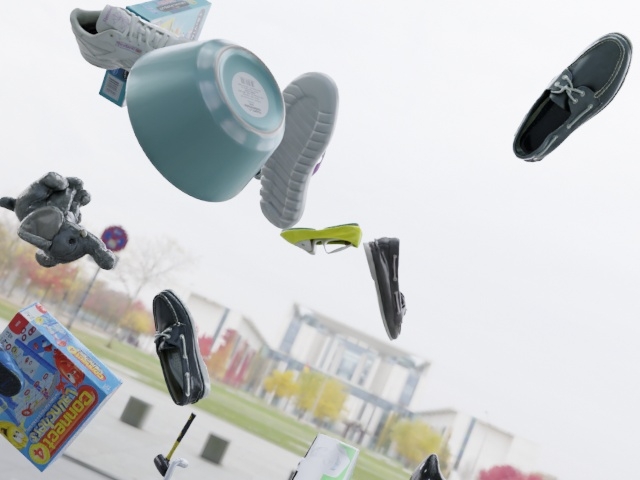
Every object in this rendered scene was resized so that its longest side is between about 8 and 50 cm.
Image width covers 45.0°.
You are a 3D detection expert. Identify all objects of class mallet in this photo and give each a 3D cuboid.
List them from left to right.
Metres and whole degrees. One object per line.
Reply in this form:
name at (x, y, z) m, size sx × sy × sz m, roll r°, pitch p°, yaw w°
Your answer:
mallet at (-0.391, 0.541, 2.084) m, size 0.039 × 0.190 × 0.062 m, roll 25°, pitch 1°, yaw -44°

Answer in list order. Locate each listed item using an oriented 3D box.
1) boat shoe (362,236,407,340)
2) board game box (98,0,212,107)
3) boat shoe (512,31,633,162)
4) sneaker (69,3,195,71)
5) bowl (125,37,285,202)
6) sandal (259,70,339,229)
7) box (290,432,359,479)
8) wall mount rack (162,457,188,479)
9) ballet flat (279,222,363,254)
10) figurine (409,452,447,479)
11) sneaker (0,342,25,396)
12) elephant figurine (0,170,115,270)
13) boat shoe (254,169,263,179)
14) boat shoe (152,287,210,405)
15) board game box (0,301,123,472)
boat shoe at (0.192, 0.133, 2.048) m, size 0.095 × 0.112 × 0.335 m, roll -14°, pitch -55°, yaw 3°
board game box at (-0.437, -0.520, 2.076) m, size 0.079 × 0.254 × 0.336 m, roll 32°, pitch 31°, yaw 5°
boat shoe at (0.508, -0.284, 1.578) m, size 0.116 × 0.319 × 0.099 m, roll 47°, pitch 32°, yaw 15°
sneaker at (-0.383, -0.406, 1.602) m, size 0.305 × 0.114 × 0.152 m, roll 13°, pitch -22°, yaw 10°
bowl at (-0.182, -0.243, 1.414) m, size 0.163 × 0.312 × 0.311 m, roll -24°, pitch -42°, yaw 35°
sandal at (-0.048, -0.216, 1.813) m, size 0.169 × 0.102 × 0.416 m, roll 39°, pitch -52°, yaw 20°
box at (-0.019, 0.664, 1.945) m, size 0.126 × 0.231 × 0.262 m, roll 20°, pitch 29°, yaw 13°
wall mount rack at (-0.162, 0.562, 1.585) m, size 0.349 × 0.131 × 0.304 m, roll 5°, pitch -33°, yaw 32°
ballet flat at (0.000, 0.000, 2.074) m, size 0.230 × 0.077 × 0.077 m, roll -4°, pitch -17°, yaw 13°
figurine at (0.176, 0.494, 1.262) m, size 0.215 × 0.209 × 0.092 m, roll 54°, pitch -27°, yaw -3°
sneaker at (-0.761, 0.270, 1.798) m, size 0.209 × 0.069 × 0.082 m, roll 59°, pitch -8°, yaw -10°
elephant figurine at (-0.563, -0.017, 1.648) m, size 0.186 × 0.240 × 0.169 m, roll -36°, pitch -38°, yaw 26°
boat shoe at (-0.163, -0.282, 2.265) m, size 0.077 × 0.219 × 0.070 m, roll -10°, pitch -39°, yaw 34°
boat shoe at (-0.369, 0.269, 1.962) m, size 0.114 × 0.303 × 0.091 m, roll -31°, pitch -12°, yaw 37°
board game box at (-0.708, 0.370, 1.947) m, size 0.302 × 0.308 × 0.086 m, roll 42°, pitch 17°, yaw 2°
